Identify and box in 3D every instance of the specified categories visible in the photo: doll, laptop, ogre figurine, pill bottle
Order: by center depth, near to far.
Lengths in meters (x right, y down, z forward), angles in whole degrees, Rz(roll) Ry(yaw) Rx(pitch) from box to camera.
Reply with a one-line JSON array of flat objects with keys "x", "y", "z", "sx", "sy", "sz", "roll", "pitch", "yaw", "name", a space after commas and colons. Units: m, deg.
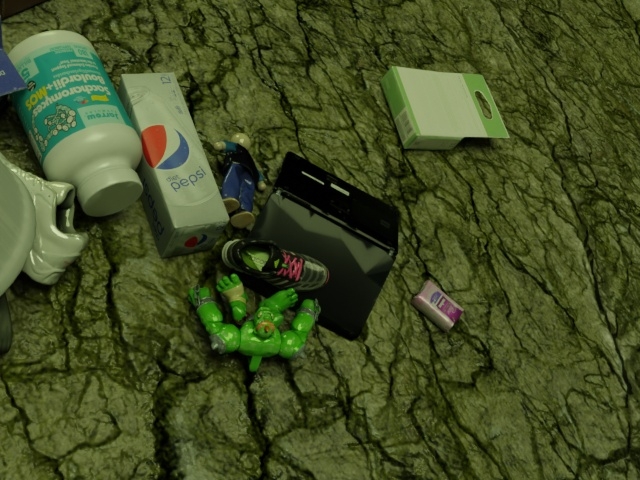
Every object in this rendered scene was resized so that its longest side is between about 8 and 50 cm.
[{"x": -0.091, "y": 0.122, "z": 1.131, "sx": 0.197, "sy": 0.097, "sz": 0.118, "roll": 25, "pitch": 33, "yaw": -29, "name": "ogre figurine"}, {"x": -0.358, "y": -0.169, "z": 1.140, "sx": 0.146, "sy": 0.146, "sz": 0.264, "roll": -19, "pitch": 70, "yaw": -34, "name": "pill bottle"}, {"x": -0.135, "y": -0.113, "z": 1.259, "sx": 0.129, "sy": 0.046, "sz": 0.189, "roll": 46, "pitch": 30, "yaw": -36, "name": "doll"}, {"x": 0.000, "y": 0.000, "z": 1.297, "sx": 0.234, "sy": 0.137, "sz": 0.264, "roll": 28, "pitch": 27, "yaw": -9, "name": "laptop"}]

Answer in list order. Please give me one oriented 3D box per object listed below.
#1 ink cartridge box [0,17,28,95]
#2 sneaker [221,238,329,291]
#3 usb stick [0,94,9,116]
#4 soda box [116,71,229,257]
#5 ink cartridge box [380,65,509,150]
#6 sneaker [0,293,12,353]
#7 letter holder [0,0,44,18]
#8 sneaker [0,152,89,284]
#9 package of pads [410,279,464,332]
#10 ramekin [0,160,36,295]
[{"x": -0.595, "y": -0.293, "z": 1.002, "sx": 0.303, "sy": 0.072, "sz": 0.307, "roll": -29, "pitch": 75, "yaw": -37, "name": "ink cartridge box"}, {"x": -0.066, "y": 0.038, "z": 1.170, "sx": 0.170, "sy": 0.075, "sz": 0.063, "roll": 18, "pitch": 82, "yaw": -10, "name": "sneaker"}, {"x": -0.540, "y": -0.128, "z": 1.089, "sx": 0.077, "sy": 0.045, "sz": 0.278, "roll": 25, "pitch": 53, "yaw": -8, "name": "usb stick"}, {"x": -0.239, "y": -0.123, "z": 1.202, "sx": 0.091, "sy": 0.098, "sz": 0.286, "roll": -10, "pitch": 66, "yaw": -30, "name": "soda box"}, {"x": 0.252, "y": -0.265, "z": 1.559, "sx": 0.235, "sy": 0.056, "sz": 0.171, "roll": -1, "pitch": 62, "yaw": -30, "name": "ink cartridge box"}, {"x": -0.483, "y": 0.045, "z": 0.984, "sx": 0.130, "sy": 0.087, "sz": 0.228, "roll": -5, "pitch": 69, "yaw": -36, "name": "sneaker"}, {"x": -0.453, "y": -0.545, "z": 1.282, "sx": 0.152, "sy": 0.214, "sz": 0.302, "roll": 44, "pitch": 52, "yaw": 4, "name": "letter holder"}, {"x": -0.398, "y": -0.060, "z": 1.061, "sx": 0.115, "sy": 0.090, "sz": 0.232, "roll": -36, "pitch": 89, "yaw": 6, "name": "sneaker"}, {"x": 0.199, "y": 0.113, "z": 1.313, "sx": 0.083, "sy": 0.032, "sz": 0.050, "roll": 41, "pitch": 54, "yaw": 2, "name": "package of pads"}, {"x": -0.494, "y": -0.031, "z": 0.902, "sx": 0.277, "sy": 0.135, "sz": 0.277, "roll": -1, "pitch": 59, "yaw": 2, "name": "ramekin"}]
